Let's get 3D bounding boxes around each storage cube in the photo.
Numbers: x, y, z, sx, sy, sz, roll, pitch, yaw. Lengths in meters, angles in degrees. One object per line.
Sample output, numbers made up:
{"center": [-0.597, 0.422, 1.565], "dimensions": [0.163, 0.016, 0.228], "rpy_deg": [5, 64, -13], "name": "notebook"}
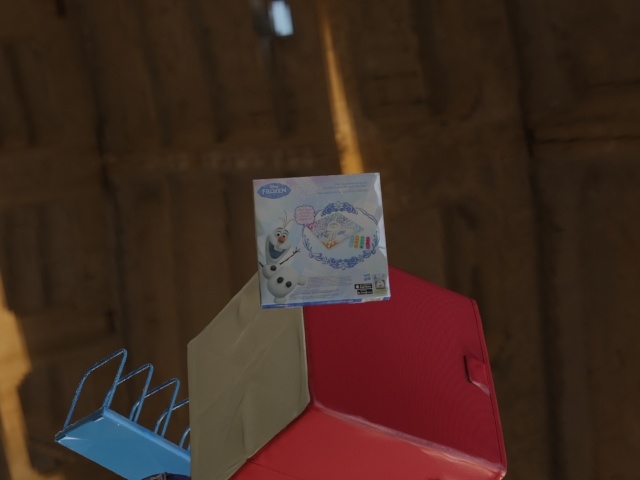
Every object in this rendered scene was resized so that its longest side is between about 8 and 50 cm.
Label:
{"center": [0.016, 0.138, 1.286], "dimensions": [0.183, 0.193, 0.215], "rpy_deg": [-46, -146, 36], "name": "storage cube"}

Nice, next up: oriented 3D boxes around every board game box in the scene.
{"center": [0.000, 0.000, 1.067], "dimensions": [0.020, 0.090, 0.090], "rpy_deg": [103, -17, -77], "name": "board game box"}

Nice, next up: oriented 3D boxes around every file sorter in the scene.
{"center": [-0.213, 0.223, 1.875], "dimensions": [0.118, 0.170, 0.104], "rpy_deg": [-31, -145, 45], "name": "file sorter"}

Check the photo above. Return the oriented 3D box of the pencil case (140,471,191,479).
{"center": [-0.134, 0.298, 1.439], "dimensions": [0.306, 0.133, 0.119], "rpy_deg": [97, 2, -73], "name": "pencil case"}
